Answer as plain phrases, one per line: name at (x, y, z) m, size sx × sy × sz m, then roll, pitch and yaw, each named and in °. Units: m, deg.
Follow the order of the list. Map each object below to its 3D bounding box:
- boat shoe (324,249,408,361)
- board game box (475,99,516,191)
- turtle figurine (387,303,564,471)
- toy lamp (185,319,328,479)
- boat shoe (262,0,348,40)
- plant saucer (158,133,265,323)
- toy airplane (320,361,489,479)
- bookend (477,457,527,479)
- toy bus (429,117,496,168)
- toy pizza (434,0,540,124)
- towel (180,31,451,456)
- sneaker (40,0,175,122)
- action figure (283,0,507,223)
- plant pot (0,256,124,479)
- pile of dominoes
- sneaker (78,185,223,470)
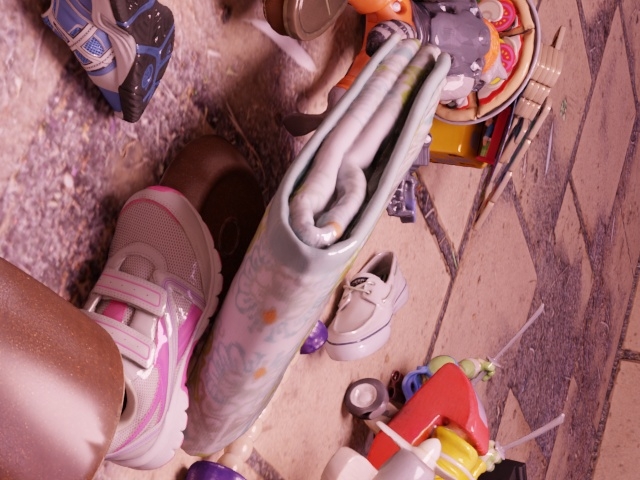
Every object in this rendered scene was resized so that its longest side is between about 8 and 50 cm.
boat shoe at (0.053, 0.078, 1.463) m, size 0.226 × 0.083 × 0.076 m, roll -52°, pitch 132°, yaw -65°
board game box at (0.230, -0.148, 1.535) m, size 0.133 × 0.033 × 0.169 m, roll 104°, pitch 5°, yaw -50°
turtle figurine at (0.238, 0.275, 1.719) m, size 0.274 × 0.198 × 0.266 m, roll -14°, pitch 140°, yaw -20°
toy lamp at (-0.072, 0.195, 1.218) m, size 0.275 × 0.080 × 0.080 m, roll -63°, pitch 149°, yaw -33°
boat shoe at (-0.009, -0.328, 1.158) m, size 0.111 × 0.104 × 0.307 m, roll 76°, pitch 31°, yaw -56°
plant saucer at (-0.103, -0.005, 1.137) m, size 0.198 × 0.036 × 0.199 m, roll -29°, pitch 123°, yaw -59°
toy airplane at (0.119, 0.382, 1.450) m, size 0.386 × 0.272 × 0.384 m, roll -20°, pitch 114°, yaw -58°
bookend at (0.237, 0.422, 1.851) m, size 0.156 × 0.157 × 0.072 m, roll -56°, pitch 145°, yaw -43°
toy bus at (0.206, -0.273, 1.619) m, size 0.130 × 0.108 × 0.333 m, roll 21°, pitch 79°, yaw -63°
toy pizza at (0.195, -0.252, 1.503) m, size 0.032 × 0.201 × 0.201 m, roll 14°, pitch 85°, yaw -48°
towel at (0.000, 0.000, 1.116) m, size 0.374 × 0.090 × 0.320 m, roll -57°, pitch 174°, yaw -47°
sneaker at (-0.169, -0.173, 0.904) m, size 0.211 × 0.081 × 0.080 m, roll 91°, pitch 18°, yaw -59°
action figure at (0.106, -0.186, 1.338) m, size 0.330 × 0.178 × 0.341 m, roll -11°, pitch 96°, yaw -46°
plant pot at (-0.267, 0.061, 0.654) m, size 0.230 × 0.215 × 0.215 m, roll 54°, pitch 49°, yaw -37°
pile of dominoes at (0.261, -0.162, 1.577) m, size 0.196 × 0.040 × 0.251 m, roll -70°, pitch -176°, yaw -48°
sneaker at (-0.158, 0.078, 0.970) m, size 0.111 × 0.103 × 0.252 m, roll 4°, pitch 93°, yaw -66°
